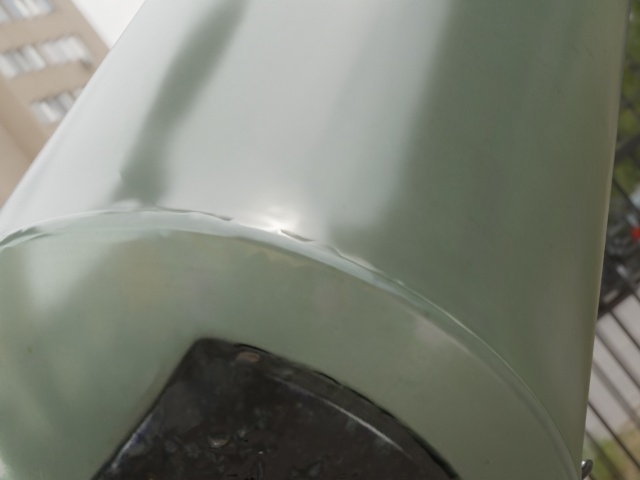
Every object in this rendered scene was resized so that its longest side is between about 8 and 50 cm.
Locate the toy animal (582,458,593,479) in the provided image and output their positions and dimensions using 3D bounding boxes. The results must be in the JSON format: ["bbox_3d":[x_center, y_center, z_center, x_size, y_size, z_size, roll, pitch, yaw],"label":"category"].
[{"bbox_3d":[0.116,0.241,1.156,0.232,0.084,0.148,-45,-8,0],"label":"toy animal"}]

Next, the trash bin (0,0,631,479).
[{"bbox_3d":[0.000,0.000,0.730,0.280,0.280,0.432,-43,19,42],"label":"trash bin"}]
